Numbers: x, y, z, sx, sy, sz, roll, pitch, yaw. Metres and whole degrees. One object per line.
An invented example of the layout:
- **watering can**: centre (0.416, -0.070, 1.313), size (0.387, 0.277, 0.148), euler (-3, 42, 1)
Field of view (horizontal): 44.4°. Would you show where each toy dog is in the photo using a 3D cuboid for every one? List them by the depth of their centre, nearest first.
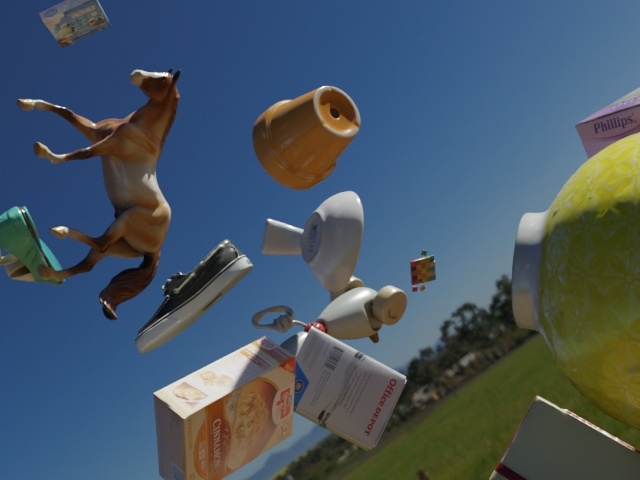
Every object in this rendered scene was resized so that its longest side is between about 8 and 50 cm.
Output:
- **toy dog**: centre (0.035, 0.208, 1.669), size (0.333, 0.220, 0.161), euler (-22, -60, -17)

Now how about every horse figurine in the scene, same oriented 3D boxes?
- **horse figurine**: centre (-0.217, -0.052, 0.828), size (0.066, 0.263, 0.174), euler (-8, 1, 44)

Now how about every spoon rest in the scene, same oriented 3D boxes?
- **spoon rest**: centre (0.000, 0.000, 1.104), size (0.084, 0.137, 0.276), euler (10, -2, -23)

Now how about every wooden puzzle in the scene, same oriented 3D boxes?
- **wooden puzzle**: centre (0.192, 0.057, 1.465), size (0.049, 0.083, 0.006), euler (-14, 23, -17)

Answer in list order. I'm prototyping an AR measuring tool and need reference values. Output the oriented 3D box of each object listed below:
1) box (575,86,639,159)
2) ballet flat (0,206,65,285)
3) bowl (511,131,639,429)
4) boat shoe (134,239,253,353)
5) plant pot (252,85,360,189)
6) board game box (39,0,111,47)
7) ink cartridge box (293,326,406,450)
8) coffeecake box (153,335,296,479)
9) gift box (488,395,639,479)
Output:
- **box**: centre (0.466, -0.150, 0.893), size (0.243, 0.117, 0.213), euler (-28, 7, -23)
- **ballet flat**: centre (-0.521, 0.022, 1.371), size (0.087, 0.083, 0.247), euler (-25, -23, -14)
- **bowl**: centre (0.270, 0.034, 0.745), size (0.156, 0.290, 0.289), euler (3, 5, 24)
- **boat shoe**: centre (-0.207, 0.085, 1.214), size (0.219, 0.070, 0.078), euler (-40, -9, -19)
- **plant pot**: centre (-0.017, -0.242, 1.738), size (0.205, 0.205, 0.188), euler (-25, -4, -43)
- **board game box**: centre (-0.393, -0.355, 1.262), size (0.090, 0.020, 0.090), euler (-27, -13, -5)
- **ink cartridge box**: centre (0.033, 0.261, 1.371), size (0.140, 0.190, 0.082), euler (-61, -3, -19)
- **coffeecake box**: centre (-0.123, 0.233, 1.042), size (0.185, 0.068, 0.142), euler (-24, -51, -39)
- **gift box**: centre (0.330, 0.322, 0.840), size (0.255, 0.258, 0.276), euler (25, -87, -47)
